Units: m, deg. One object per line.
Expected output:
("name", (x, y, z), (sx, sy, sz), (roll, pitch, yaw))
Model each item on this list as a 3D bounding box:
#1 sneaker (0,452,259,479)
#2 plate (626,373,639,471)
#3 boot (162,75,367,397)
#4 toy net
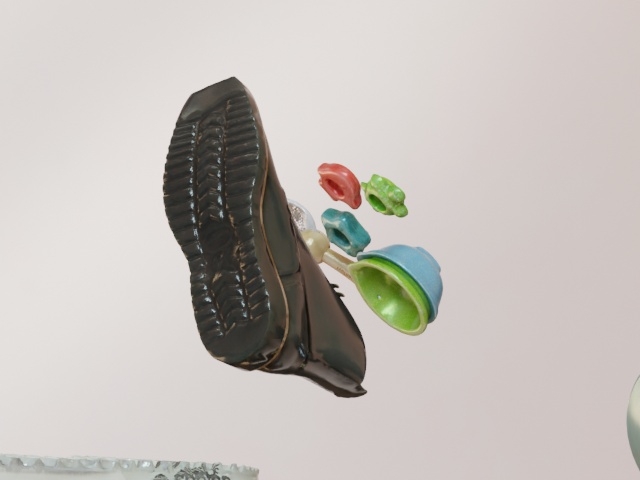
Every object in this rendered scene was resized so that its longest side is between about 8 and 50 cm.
("sneaker", (-0.164, 0.194, 1.116), (0.293, 0.146, 0.102), (5, -5, -31))
("plate", (0.284, 0.153, 1.331), (0.188, 0.188, 0.024), (52, 49, 0))
("boot", (-0.031, 0.005, 1.286), (0.137, 0.077, 0.198), (28, 51, -51))
("toy net", (0.000, 0.000, 1.446), (0.232, 0.045, 0.122), (8, -42, 54))
